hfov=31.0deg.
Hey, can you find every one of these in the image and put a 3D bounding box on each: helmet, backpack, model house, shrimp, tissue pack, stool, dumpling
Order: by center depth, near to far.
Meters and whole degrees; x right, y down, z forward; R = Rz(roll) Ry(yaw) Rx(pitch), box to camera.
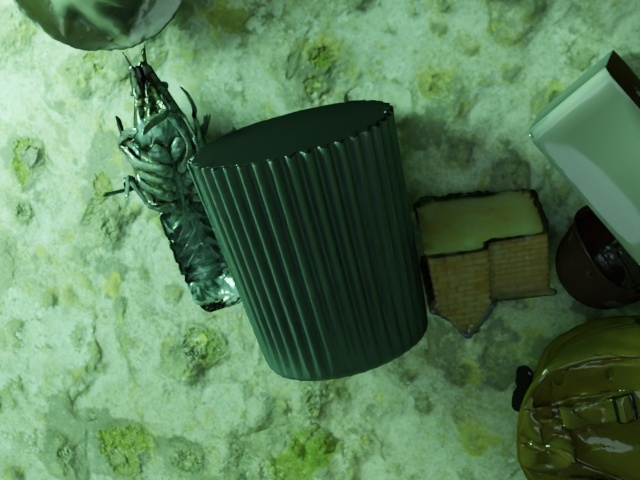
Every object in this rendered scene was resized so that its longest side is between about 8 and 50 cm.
[{"bbox_3d":[0.413,-0.109,1.541,0.136,0.159,0.246,-41,93,26],"label":"tissue pack"},{"bbox_3d":[0.382,0.038,1.599,0.106,0.175,0.155,-42,66,34],"label":"helmet"},{"bbox_3d":[0.462,0.243,1.610,0.378,0.201,0.353,8,110,6],"label":"backpack"},{"bbox_3d":[0.000,0.000,1.637,0.297,0.297,0.330,-10,108,20],"label":"stool"},{"bbox_3d":[0.236,0.037,1.653,0.183,0.166,0.172,-9,120,4],"label":"model house"},{"bbox_3d":[-0.300,-0.395,1.662,0.243,0.175,0.227,-36,101,34],"label":"dumpling"},{"bbox_3d":[-0.219,-0.088,1.749,0.222,0.166,0.410,-20,117,-12],"label":"shrimp"}]
